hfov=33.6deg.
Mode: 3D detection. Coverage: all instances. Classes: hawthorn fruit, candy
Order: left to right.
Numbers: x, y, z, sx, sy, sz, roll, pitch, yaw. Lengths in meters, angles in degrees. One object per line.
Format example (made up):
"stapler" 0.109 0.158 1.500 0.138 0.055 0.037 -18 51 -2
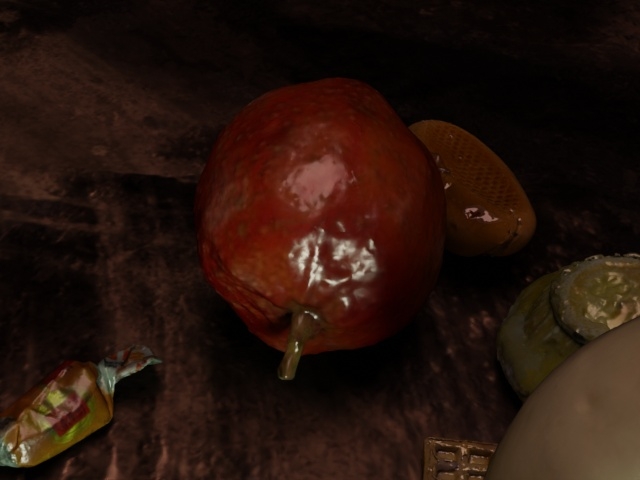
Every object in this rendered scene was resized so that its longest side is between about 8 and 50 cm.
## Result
"candy" -0.190 0.121 0.765 0.182 0.046 0.053 -33 50 -32
"hawthorn fruit" 0.000 0.000 0.813 0.205 0.205 0.253 3 47 0

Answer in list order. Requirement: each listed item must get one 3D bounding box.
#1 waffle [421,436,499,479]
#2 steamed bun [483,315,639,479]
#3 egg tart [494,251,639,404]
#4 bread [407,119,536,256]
"waffle" 0.135 0.180 0.735 0.135 0.021 0.092 6 39 5
"steamed bun" 0.248 0.145 0.562 0.333 0.312 0.233 3 43 -11
"egg tart" 0.231 0.074 0.823 0.197 0.078 0.197 1 38 -1
"bread" 0.124 -0.041 0.955 0.114 0.077 0.189 8 35 -26
